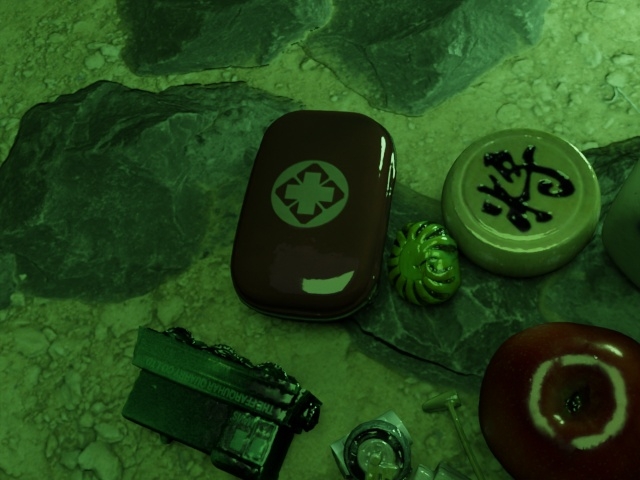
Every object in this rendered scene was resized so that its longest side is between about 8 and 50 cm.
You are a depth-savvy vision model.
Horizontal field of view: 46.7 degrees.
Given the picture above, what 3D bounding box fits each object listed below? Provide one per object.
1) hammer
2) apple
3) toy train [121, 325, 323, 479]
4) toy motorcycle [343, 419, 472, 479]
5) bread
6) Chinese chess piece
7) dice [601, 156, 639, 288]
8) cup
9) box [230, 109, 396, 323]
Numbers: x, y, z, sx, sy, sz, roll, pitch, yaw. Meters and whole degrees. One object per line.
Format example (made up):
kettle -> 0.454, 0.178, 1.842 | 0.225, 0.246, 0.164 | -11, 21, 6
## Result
hammer -> 0.198, 0.291, 1.081 | 0.060, 0.028, 0.195 | -21, 28, 3
apple -> 0.348, 0.240, 1.029 | 0.260, 0.216, 0.260 | -5, 67, 11
toy train -> -0.166, 0.254, 1.161 | 0.330, 0.138, 0.178 | 17, 74, 18
toy motorcycle -> 0.149, 0.419, 1.025 | 0.340, 0.108, 0.223 | 32, 94, 10
bread -> 0.168, 0.037, 1.215 | 0.130, 0.071, 0.139 | 10, 90, 37
Chinese chess piece -> 0.330, -0.064, 1.234 | 0.257, 0.104, 0.257 | -4, 65, 8
dice -> 0.625, -0.055, 1.083 | 0.304, 0.277, 0.304 | 35, 73, 24
cup -> 0.072, 0.305, 1.111 | 0.116, 0.104, 0.074 | -32, 48, -9
box -> -0.008, -0.052, 1.281 | 0.263, 0.108, 0.404 | 4, 64, 13
